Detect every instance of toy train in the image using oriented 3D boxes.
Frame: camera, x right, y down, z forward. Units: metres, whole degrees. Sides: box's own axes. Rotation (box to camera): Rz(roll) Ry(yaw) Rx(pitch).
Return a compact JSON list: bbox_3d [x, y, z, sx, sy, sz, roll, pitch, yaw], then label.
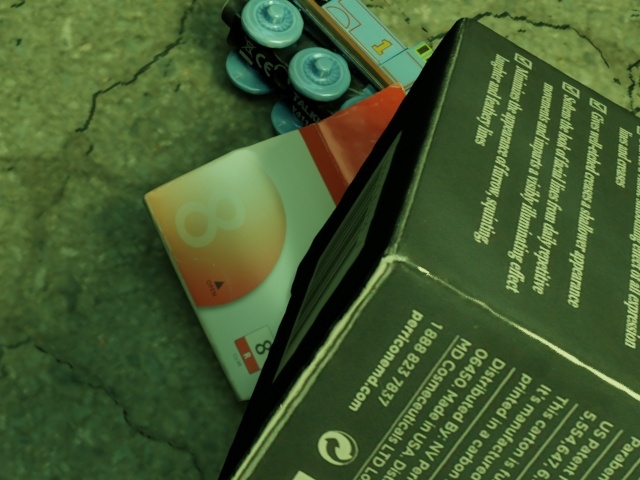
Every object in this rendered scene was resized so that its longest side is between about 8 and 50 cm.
[{"bbox_3d":[0.016,-0.110,1.228,0.105,0.080,0.184,-33,72,-31],"label":"toy train"}]

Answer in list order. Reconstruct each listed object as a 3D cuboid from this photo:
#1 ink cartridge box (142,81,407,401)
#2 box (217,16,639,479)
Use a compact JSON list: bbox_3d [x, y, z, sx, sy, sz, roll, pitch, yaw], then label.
[{"bbox_3d":[0.000,0.000,1.136,0.179,0.045,0.145,-26,85,3],"label":"ink cartridge box"},{"bbox_3d":[0.174,0.108,0.961,0.395,0.212,0.293,30,30,-4],"label":"box"}]
